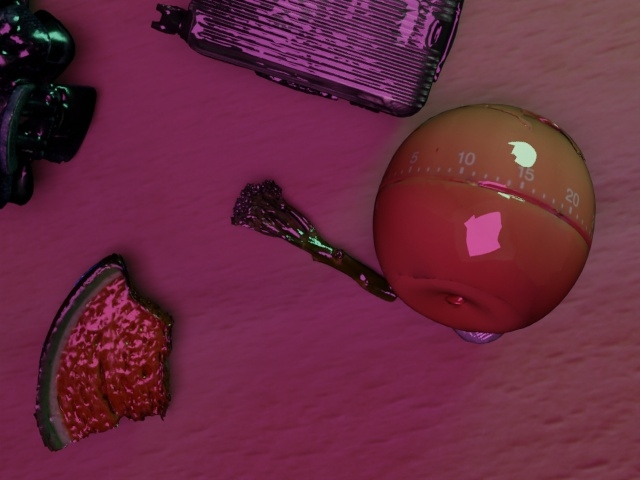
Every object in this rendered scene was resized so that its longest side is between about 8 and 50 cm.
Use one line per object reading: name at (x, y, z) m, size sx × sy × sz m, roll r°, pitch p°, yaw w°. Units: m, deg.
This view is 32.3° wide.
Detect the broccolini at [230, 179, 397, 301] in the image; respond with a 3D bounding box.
broccolini at (-0.001, 0.001, 1.273) m, size 0.216 × 0.058 × 0.067 m, roll 30°, pitch 103°, yaw -12°

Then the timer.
timer at (0.170, -0.024, 1.150) m, size 0.229 × 0.230 × 0.215 m, roll 22°, pitch 68°, yaw 0°

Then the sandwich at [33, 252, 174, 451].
sandwich at (-0.252, 0.127, 1.296) m, size 0.159 × 0.079 × 0.235 m, roll 2°, pitch 104°, yaw -7°

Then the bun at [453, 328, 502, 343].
bun at (0.180, 0.078, 1.265) m, size 0.083 × 0.045 × 0.083 m, roll 1°, pitch 98°, yaw 6°

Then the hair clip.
hair clip at (-0.375, -0.153, 1.199) m, size 0.206 × 0.194 × 0.310 m, roll 20°, pitch 102°, yaw 7°

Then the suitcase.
suitcase at (-0.006, -0.259, 1.176) m, size 0.312 × 0.128 × 0.202 m, roll 18°, pitch 101°, yaw 0°
